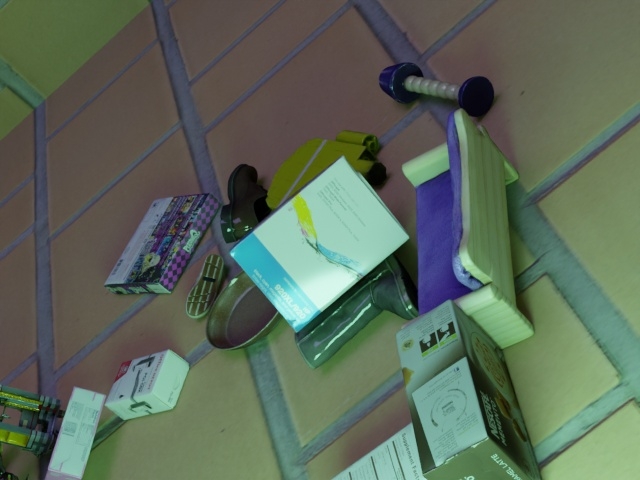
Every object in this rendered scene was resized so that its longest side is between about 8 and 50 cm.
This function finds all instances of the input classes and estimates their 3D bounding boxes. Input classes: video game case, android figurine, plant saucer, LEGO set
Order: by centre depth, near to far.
[{"bbox_3d":[-0.118,0.118,2.029,0.198,0.036,0.198,-31,34,24],"label":"plant saucer"},{"bbox_3d":[0.002,-0.104,2.119,0.273,0.056,0.248,12,64,53],"label":"android figurine"},{"bbox_3d":[-0.593,0.433,2.162,0.331,0.192,0.255,-94,26,-54],"label":"LEGO set"},{"bbox_3d":[-0.332,0.007,2.405,0.210,0.042,0.232,-5,50,48],"label":"video game case"}]

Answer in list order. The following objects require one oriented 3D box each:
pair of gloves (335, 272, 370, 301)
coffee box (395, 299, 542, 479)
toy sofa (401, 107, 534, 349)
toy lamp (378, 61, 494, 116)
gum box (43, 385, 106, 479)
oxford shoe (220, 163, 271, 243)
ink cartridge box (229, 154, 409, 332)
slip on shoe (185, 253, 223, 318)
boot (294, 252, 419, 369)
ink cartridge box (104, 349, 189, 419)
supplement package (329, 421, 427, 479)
[{"bbox_3d":[0.045,0.067,1.916,0.074,0.010,0.083,-41,30,1],"label":"pair of gloves"},{"bbox_3d":[0.185,0.215,1.457,0.098,0.141,0.246,-34,33,19],"label":"coffee box"},{"bbox_3d":[0.193,-0.011,1.671,0.150,0.177,0.362,-27,37,28],"label":"toy sofa"},{"bbox_3d":[0.197,-0.273,2.060,0.080,0.080,0.274,-51,32,-8],"label":"toy lamp"},{"bbox_3d":[-0.444,0.365,2.068,0.107,0.062,0.188,117,167,-46],"label":"gum box"},{"bbox_3d":[-0.134,-0.076,2.249,0.096,0.083,0.227,-10,38,9],"label":"oxford shoe"},{"bbox_3d":[0.000,0.000,1.826,0.232,0.168,0.171,-40,3,3],"label":"ink cartridge box"},{"bbox_3d":[-0.219,0.091,2.181,0.041,0.051,0.135,107,179,-64],"label":"slip on shoe"},{"bbox_3d":[0.056,0.124,1.778,0.208,0.076,0.189,-35,18,6],"label":"boot"},{"bbox_3d":[-0.314,0.261,2.081,0.135,0.056,0.099,-19,40,38],"label":"ink cartridge box"},{"bbox_3d":[0.089,0.338,1.465,0.179,0.105,0.105,-37,32,14],"label":"supplement package"}]
